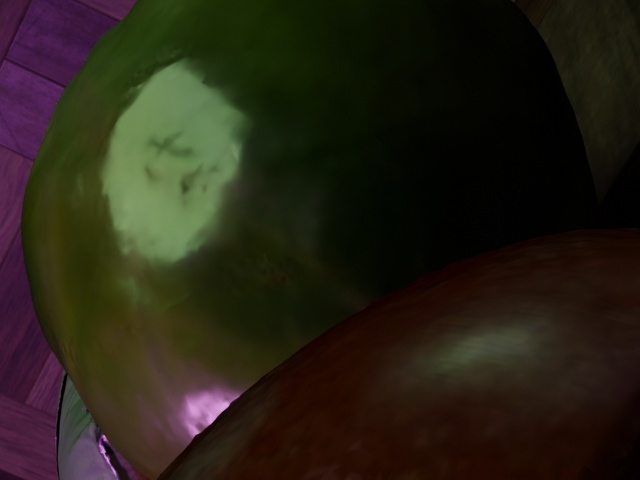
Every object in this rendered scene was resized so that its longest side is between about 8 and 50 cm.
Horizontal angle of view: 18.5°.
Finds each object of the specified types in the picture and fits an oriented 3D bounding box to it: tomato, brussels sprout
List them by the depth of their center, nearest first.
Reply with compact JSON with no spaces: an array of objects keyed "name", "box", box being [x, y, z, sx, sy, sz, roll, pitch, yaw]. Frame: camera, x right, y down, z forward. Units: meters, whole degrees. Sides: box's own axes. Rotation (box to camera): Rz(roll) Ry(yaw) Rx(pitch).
[{"name":"tomato","box":[0.033,0.113,0.590,0.335,0.176,0.289,-2,-66,-64]},{"name":"brussels sprout","box":[0.000,0.000,0.949,0.268,0.344,0.344,-20,18,4]}]

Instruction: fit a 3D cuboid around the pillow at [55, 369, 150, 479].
[{"name":"pillow","box":[-0.075,0.192,1.136,0.119,0.310,0.312,-22,11,-4]}]
